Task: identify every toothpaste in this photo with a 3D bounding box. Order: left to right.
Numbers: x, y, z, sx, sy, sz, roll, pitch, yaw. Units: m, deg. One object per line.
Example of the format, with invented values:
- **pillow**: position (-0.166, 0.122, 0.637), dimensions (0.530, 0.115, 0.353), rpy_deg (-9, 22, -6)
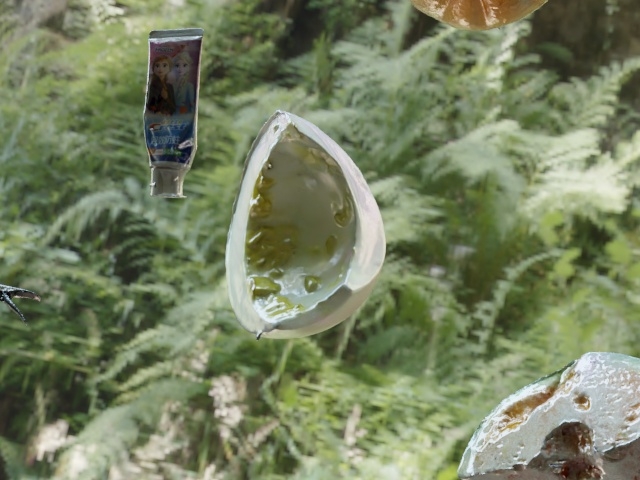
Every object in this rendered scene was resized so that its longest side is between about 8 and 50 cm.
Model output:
- **toothpaste**: position (-0.232, -0.199, 1.691), dimensions (0.096, 0.266, 0.061), rpy_deg (2, -2, 18)

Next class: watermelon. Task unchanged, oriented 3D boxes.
- **watermelon**: position (0.372, 0.274, 1.469), dimensions (0.322, 0.175, 0.188), rpy_deg (-13, -48, 35)

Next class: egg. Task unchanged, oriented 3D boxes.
- **egg**: position (-0.008, -0.002, 1.308), dimensions (0.162, 0.271, 0.206), rpy_deg (9, -17, -24)

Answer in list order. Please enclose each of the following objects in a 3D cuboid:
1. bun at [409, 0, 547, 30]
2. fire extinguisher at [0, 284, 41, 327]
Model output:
- **bun**: position (0.217, -0.442, 1.562), dimensions (0.299, 0.299, 0.165), rpy_deg (6, 25, 28)
- **fire extinguisher**: position (-0.436, 0.123, 1.271), dimensions (0.099, 0.231, 0.071), rpy_deg (35, -34, 21)
